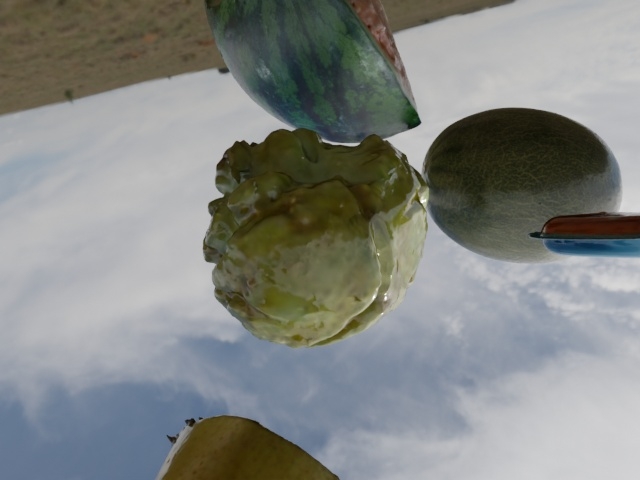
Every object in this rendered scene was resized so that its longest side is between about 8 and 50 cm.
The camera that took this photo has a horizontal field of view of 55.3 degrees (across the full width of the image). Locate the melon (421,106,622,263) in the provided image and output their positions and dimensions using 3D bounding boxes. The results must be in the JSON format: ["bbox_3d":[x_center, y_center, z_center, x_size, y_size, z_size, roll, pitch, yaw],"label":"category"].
[{"bbox_3d":[0.299,-0.085,0.931,0.302,0.237,0.237,7,-165,-14],"label":"melon"}]

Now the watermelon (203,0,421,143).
[{"bbox_3d":[-0.043,-0.292,0.847,0.292,0.319,0.222,-11,173,19],"label":"watermelon"}]

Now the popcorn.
[{"bbox_3d":[0.000,0.000,0.569,0.221,0.204,0.184,-16,-139,-44],"label":"popcorn"}]

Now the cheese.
[{"bbox_3d":[0.267,-0.005,0.478,0.106,0.037,0.256,-7,-176,-25],"label":"cheese"}]

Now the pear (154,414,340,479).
[{"bbox_3d":[-0.070,0.289,0.471,0.267,0.266,0.178,-1,-155,34],"label":"pear"}]
